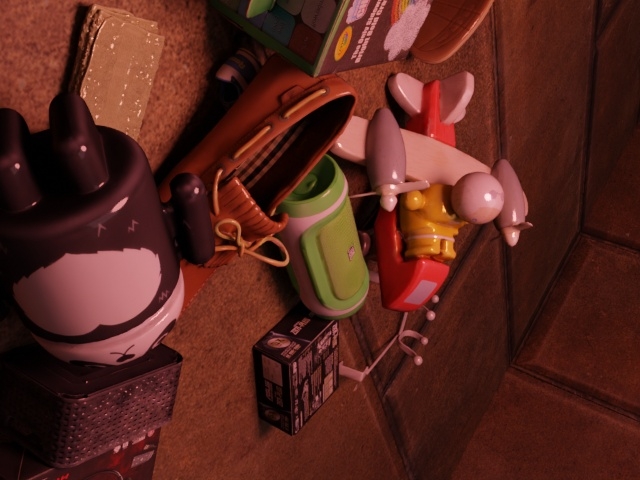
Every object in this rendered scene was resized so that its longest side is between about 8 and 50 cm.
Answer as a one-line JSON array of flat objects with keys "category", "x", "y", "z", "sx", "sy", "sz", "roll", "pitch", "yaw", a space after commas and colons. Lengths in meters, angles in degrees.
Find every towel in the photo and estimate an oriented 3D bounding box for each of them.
[{"category": "towel", "x": -0.220, "y": -0.168, "z": 0.821, "sx": 0.110, "sy": 0.027, "sz": 0.148, "roll": -1, "pitch": 109, "yaw": -61}]

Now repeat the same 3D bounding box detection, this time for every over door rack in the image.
[{"category": "over door rack", "x": 0.176, "y": 0.154, "z": 1.653, "sx": 0.324, "sy": 0.108, "sz": 0.240, "roll": -15, "pitch": 121, "yaw": -56}]

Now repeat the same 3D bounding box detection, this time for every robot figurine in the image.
[{"category": "robot figurine", "x": -0.231, "y": 0.002, "z": 0.759, "sx": 0.278, "sy": 0.209, "sz": 0.174, "roll": 82, "pitch": 27, "yaw": -42}]

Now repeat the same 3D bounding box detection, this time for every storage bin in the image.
[{"category": "storage bin", "x": -0.258, "y": 0.168, "z": 0.884, "sx": 0.180, "sy": 0.122, "sz": 0.084, "roll": -12, "pitch": 119, "yaw": -58}]

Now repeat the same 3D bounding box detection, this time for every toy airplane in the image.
[{"category": "toy airplane", "x": 0.211, "y": -0.108, "z": 1.346, "sx": 0.386, "sy": 0.272, "sz": 0.384, "roll": -36, "pitch": 119, "yaw": -26}]

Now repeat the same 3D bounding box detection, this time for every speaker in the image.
[{"category": "speaker", "x": 0.000, "y": 0.000, "z": 1.219, "sx": 0.131, "sy": 0.131, "sz": 0.296, "roll": -53, "pitch": 148, "yaw": -27}]

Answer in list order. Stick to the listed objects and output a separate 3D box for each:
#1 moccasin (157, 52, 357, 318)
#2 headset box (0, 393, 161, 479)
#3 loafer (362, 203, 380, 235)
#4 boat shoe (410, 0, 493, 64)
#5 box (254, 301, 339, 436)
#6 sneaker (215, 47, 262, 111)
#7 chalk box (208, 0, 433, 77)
[{"category": "moccasin", "x": -0.095, "y": -0.048, "z": 0.949, "sx": 0.380, "sy": 0.147, "sz": 0.139, "roll": -49, "pitch": 145, "yaw": -2}, {"category": "headset box", "x": -0.317, "y": 0.346, "z": 0.916, "sx": 0.218, "sy": 0.110, "sz": 0.293, "roll": -12, "pitch": 119, "yaw": -58}, {"category": "loafer", "x": 0.121, "y": -0.048, "z": 1.487, "sx": 0.125, "sy": 0.045, "sz": 0.039, "roll": -53, "pitch": 142, "yaw": -22}, {"category": "boat shoe", "x": 0.268, "y": -0.448, "z": 1.390, "sx": 0.342, "sy": 0.123, "sz": 0.123, "roll": -64, "pitch": 158, "yaw": -8}, {"category": "box", "x": -0.037, "y": 0.221, "z": 1.354, "sx": 0.147, "sy": 0.077, "sz": 0.180, "roll": -41, "pitch": 142, "yaw": -41}, {"category": "sneaker", "x": -0.100, "y": -0.174, "z": 1.005, "sx": 0.059, "sy": 0.053, "sz": 0.144, "roll": -44, "pitch": 139, "yaw": -29}, {"category": "chalk box", "x": 0.001, "y": -0.317, "z": 0.908, "sx": 0.289, "sy": 0.179, "sz": 0.180, "roll": -25, "pitch": 148, "yaw": -52}]
